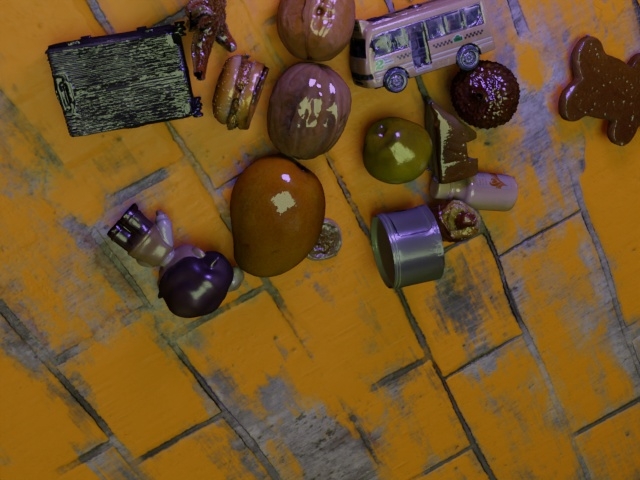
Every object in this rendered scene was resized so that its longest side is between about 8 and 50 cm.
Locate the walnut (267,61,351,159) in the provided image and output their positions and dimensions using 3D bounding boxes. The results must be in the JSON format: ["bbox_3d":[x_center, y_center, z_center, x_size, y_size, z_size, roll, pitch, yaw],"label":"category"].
[{"bbox_3d":[-0.032,-0.333,1.797,0.225,0.225,0.260,4,115,-16],"label":"walnut"}]

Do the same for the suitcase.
[{"bbox_3d":[-0.475,-0.394,1.693,0.335,0.152,0.229,-12,114,-7],"label":"suitcase"}]

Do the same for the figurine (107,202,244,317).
[{"bbox_3d":[-0.408,0.060,1.910,0.365,0.206,0.218,43,90,-3],"label":"figurine"}]

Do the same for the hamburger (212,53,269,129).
[{"bbox_3d":[-0.211,-0.371,1.756,0.118,0.181,0.191,19,140,-2],"label":"hamburger"}]

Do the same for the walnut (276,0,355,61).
[{"bbox_3d":[-0.011,-0.560,1.717,0.196,0.195,0.221,7,102,-17],"label":"walnut"}]

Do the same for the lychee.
[{"bbox_3d":[0.447,-0.399,1.877,0.200,0.238,0.200,3,100,19],"label":"lychee"}]

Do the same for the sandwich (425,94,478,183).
[{"bbox_3d":[0.361,-0.295,1.957,0.128,0.122,0.235,-14,117,-11],"label":"sandwich"}]

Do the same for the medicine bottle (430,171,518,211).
[{"bbox_3d":[0.453,-0.149,2.051,0.253,0.114,0.114,3,112,-15],"label":"medicine bottle"}]

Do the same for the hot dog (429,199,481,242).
[{"bbox_3d":[0.375,-0.048,2.030,0.146,0.213,0.103,32,66,-16],"label":"hot dog"}]

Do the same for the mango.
[{"bbox_3d":[-0.125,-0.056,1.892,0.264,0.221,0.377,10,122,-15],"label":"mango"}]

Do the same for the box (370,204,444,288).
[{"bbox_3d":[0.251,0.019,2.009,0.150,0.226,0.226,-12,115,-10],"label":"box"}]

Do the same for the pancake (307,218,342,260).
[{"bbox_3d":[0.000,0.000,2.050,0.140,0.022,0.139,-5,113,-11],"label":"pancake"}]

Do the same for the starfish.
[{"bbox_3d":[-0.264,-0.548,1.617,0.113,0.303,0.311,1,118,12],"label":"starfish"}]

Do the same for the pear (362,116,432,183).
[{"bbox_3d":[0.213,-0.245,1.909,0.198,0.198,0.198,-5,114,-12],"label":"pear"}]

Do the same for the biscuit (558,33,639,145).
[{"bbox_3d":[0.905,-0.431,2.073,0.433,0.064,0.282,10,101,-19],"label":"biscuit"}]

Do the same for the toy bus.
[{"bbox_3d":[0.254,-0.523,1.811,0.366,0.177,0.201,-20,113,-9],"label":"toy bus"}]
